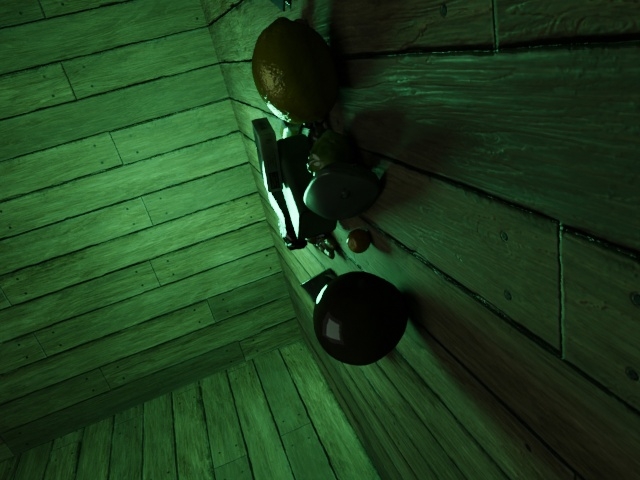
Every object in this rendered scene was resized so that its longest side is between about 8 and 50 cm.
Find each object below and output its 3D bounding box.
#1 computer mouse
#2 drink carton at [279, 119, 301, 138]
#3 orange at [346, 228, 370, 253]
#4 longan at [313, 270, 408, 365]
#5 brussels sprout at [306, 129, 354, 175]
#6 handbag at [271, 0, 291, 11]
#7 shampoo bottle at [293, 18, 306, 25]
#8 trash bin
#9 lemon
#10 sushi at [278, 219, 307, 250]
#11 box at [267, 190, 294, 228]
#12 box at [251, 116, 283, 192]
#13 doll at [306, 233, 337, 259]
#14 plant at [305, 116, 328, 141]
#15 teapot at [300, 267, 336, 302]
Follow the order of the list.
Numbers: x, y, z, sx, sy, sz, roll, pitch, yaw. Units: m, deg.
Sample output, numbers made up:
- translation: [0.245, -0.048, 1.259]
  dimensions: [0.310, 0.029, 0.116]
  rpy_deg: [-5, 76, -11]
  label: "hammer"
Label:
- translation: [0.057, -0.126, 1.329]
  dimensions: [0.331, 0.198, 0.094]
  rpy_deg: [122, 157, -75]
  label: "computer mouse"
- translation: [-0.116, -0.454, 1.806]
  dimensions: [0.200, 0.075, 0.084]
  rpy_deg: [125, 123, -74]
  label: "drink carton"
- translation: [0.125, 0.002, 1.502]
  dimensions: [0.083, 0.070, 0.083]
  rpy_deg: [38, 138, 45]
  label: "orange"
- translation: [0.120, 0.232, 1.388]
  dimensions: [0.297, 0.298, 0.296]
  rpy_deg: [160, 90, -78]
  label: "longan"
- translation: [0.044, -0.238, 1.357]
  dimensions: [0.122, 0.152, 0.149]
  rpy_deg: [27, 123, 18]
  label: "brussels sprout"
- translation: [-0.136, -0.816, 1.381]
  dimensions: [0.144, 0.057, 0.221]
  rpy_deg: [60, 164, 24]
  label: "handbag"
- translation: [-0.074, -0.599, 1.452]
  dimensions: [0.221, 0.052, 0.107]
  rpy_deg: [112, 138, -71]
  label: "shampoo bottle"
- translation: [-0.058, -0.208, 1.772]
  dimensions: [0.222, 0.159, 0.343]
  rpy_deg: [97, 156, -62]
  label: "trash bin"
- translation: [-0.067, -0.449, 1.251]
  dimensions: [0.263, 0.236, 0.236]
  rpy_deg: [49, 165, 6]
  label: "lemon"
- translation: [-0.142, -0.062, 2.397]
  dimensions: [0.126, 0.137, 0.224]
  rpy_deg: [113, 141, -60]
  label: "sushi"
- translation: [-0.107, -0.161, 1.986]
  dimensions: [0.274, 0.179, 0.138]
  rpy_deg: [-122, 16, -45]
  label: "box"
- translation: [-0.201, -0.324, 1.758]
  dimensions: [0.155, 0.067, 0.242]
  rpy_deg: [-119, 18, -48]
  label: "box"
- translation: [0.000, 0.000, 1.987]
  dimensions: [0.209, 0.097, 0.137]
  rpy_deg: [46, 148, 50]
  label: "doll"
- translation: [-0.009, -0.373, 1.486]
  dimensions: [0.085, 0.087, 0.174]
  rpy_deg: [0, 117, 50]
  label: "plant"
- translation: [0.014, 0.228, 2.187]
  dimensions: [0.239, 0.163, 0.148]
  rpy_deg: [-32, 87, 47]
  label: "teapot"
